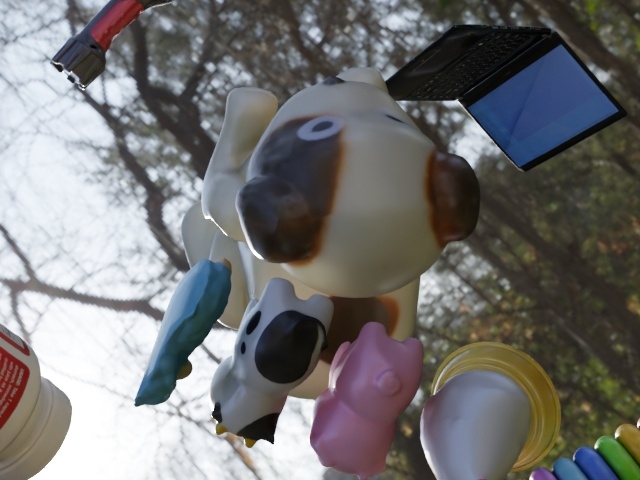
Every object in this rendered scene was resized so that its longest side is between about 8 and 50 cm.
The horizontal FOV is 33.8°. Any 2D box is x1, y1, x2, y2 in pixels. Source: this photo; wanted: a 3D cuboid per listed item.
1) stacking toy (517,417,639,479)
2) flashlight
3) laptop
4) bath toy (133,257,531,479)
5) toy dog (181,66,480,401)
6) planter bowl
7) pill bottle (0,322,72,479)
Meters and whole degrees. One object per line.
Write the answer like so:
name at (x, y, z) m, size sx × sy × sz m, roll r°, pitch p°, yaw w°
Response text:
stacking toy at (0.448, 0.326, 1.545) m, size 0.330 × 0.141 × 0.141 m, roll -37°, pitch -17°, yaw 2°
flashlight at (-0.366, -0.414, 1.969) m, size 0.304 × 0.103 × 0.103 m, roll -52°, pitch 13°, yaw -12°
laptop at (0.243, -0.193, 1.492) m, size 0.264 × 0.136 × 0.234 m, roll -5°, pitch -16°, yaw -31°
bath toy at (0.019, 0.147, 0.935) m, size 0.151 × 0.348 × 0.129 m, roll 122°, pitch 167°, yaw -51°
toy dog at (0.000, 0.000, 1.103) m, size 0.285 × 0.395 × 0.408 m, roll 2°, pitch -25°, yaw -8°
planter bowl at (0.257, 0.274, 1.646) m, size 0.217 × 0.217 × 0.090 m, roll -56°, pitch -18°, yaw 26°
pill bottle at (-0.569, 0.197, 1.560) m, size 0.229 × 0.229 × 0.407 m, roll -46°, pitch -51°, yaw -5°
